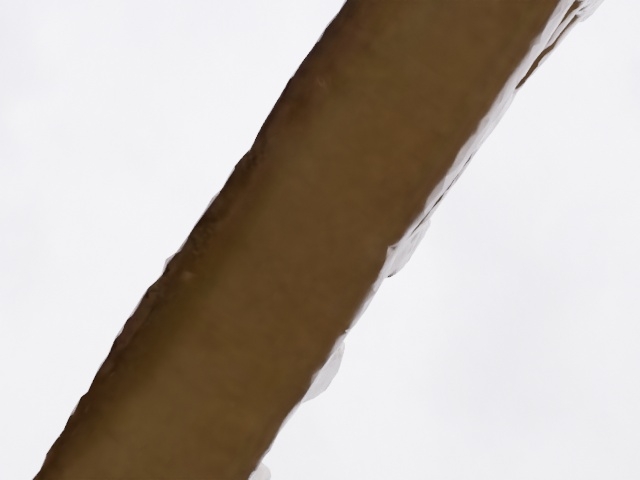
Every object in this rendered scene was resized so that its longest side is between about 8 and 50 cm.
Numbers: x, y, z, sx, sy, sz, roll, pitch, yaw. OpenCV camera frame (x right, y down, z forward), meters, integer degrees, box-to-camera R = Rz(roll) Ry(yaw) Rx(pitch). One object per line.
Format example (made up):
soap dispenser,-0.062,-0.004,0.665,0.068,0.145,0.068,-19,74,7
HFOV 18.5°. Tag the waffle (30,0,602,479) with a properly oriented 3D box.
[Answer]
waffle,0.000,-0.001,0.762,0.077,0.304,0.348,34,-81,3
